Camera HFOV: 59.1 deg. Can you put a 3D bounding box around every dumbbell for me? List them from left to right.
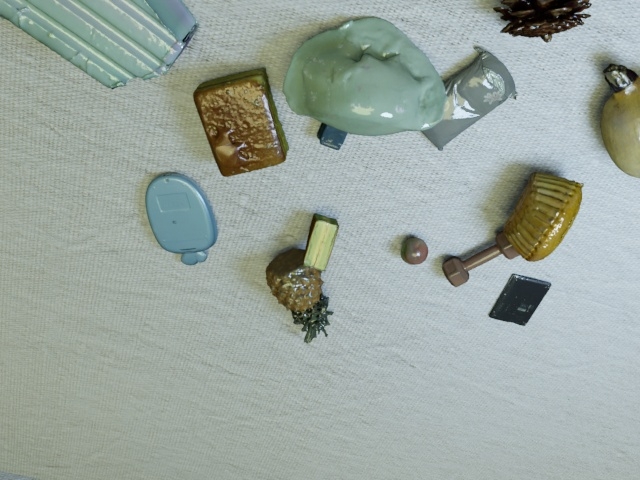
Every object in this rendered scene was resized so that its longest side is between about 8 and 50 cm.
[{"bbox_3d":[0.461,0.050,1.615,0.230,0.092,0.082,-30,145,22],"label":"dumbbell"}]

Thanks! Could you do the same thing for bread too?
[{"bbox_3d":[-0.195,-0.288,1.401,0.184,0.111,0.234,-11,122,9],"label":"bread"},{"bbox_3d":[-0.001,0.005,1.579,0.074,0.084,0.139,14,102,-7],"label":"bread"},{"bbox_3d":[0.570,-0.060,1.456,0.139,0.240,0.240,26,124,8],"label":"bread"}]

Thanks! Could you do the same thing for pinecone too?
[{"bbox_3d":[0.466,-0.515,1.179,0.207,0.208,0.208,1,124,2],"label":"pinecone"}]

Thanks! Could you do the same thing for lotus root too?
[{"bbox_3d":[0.755,-0.286,1.330,0.182,0.183,0.310,-27,113,19],"label":"lotus root"}]

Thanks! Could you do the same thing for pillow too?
[{"bbox_3d":[0.346,-0.333,1.376,0.255,0.059,0.169,-37,118,23],"label":"pillow"}]

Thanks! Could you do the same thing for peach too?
[{"bbox_3d":[0.270,0.031,1.612,0.083,0.083,0.083,1,124,2],"label":"peach"}]

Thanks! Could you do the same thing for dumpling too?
[{"bbox_3d":[0.091,-0.350,1.306,0.320,0.270,0.212,3,151,-28],"label":"dumpling"}]

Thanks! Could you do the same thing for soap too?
[{"bbox_3d":[-0.506,-0.528,1.225,0.446,0.156,0.261,33,119,-18],"label":"soap"}]

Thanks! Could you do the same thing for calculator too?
[{"bbox_3d":[-0.394,-0.052,1.610,0.188,0.042,0.303,-7,120,6],"label":"calculator"}]

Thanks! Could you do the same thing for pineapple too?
[{"bbox_3d":[-0.045,0.187,1.690,0.169,0.169,0.341,-12,125,11],"label":"pineapple"}]

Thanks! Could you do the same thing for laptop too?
[{"bbox_3d":[0.614,0.186,1.740,0.129,0.016,0.180,13,122,-7],"label":"laptop"}]

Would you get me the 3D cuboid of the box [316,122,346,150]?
[{"bbox_3d":[0.036,-0.279,1.428,0.074,0.054,0.099,20,123,-8],"label":"box"}]
